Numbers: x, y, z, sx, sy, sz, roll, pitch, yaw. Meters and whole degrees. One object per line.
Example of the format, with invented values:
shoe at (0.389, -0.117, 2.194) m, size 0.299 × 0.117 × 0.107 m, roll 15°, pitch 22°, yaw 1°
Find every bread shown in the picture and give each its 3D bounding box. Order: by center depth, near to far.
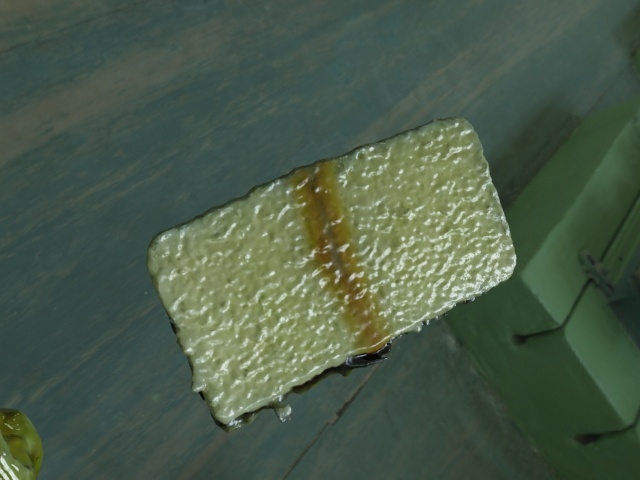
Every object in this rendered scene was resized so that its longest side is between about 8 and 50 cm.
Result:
bread at (0.000, 0.000, 0.491) m, size 0.266 × 0.178 × 0.141 m, roll -24°, pitch 127°, yaw -13°

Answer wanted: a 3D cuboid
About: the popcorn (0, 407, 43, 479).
popcorn at (-0.313, 0.171, 0.384) m, size 0.286 × 0.174 × 0.225 m, roll -59°, pitch 150°, yaw -55°
